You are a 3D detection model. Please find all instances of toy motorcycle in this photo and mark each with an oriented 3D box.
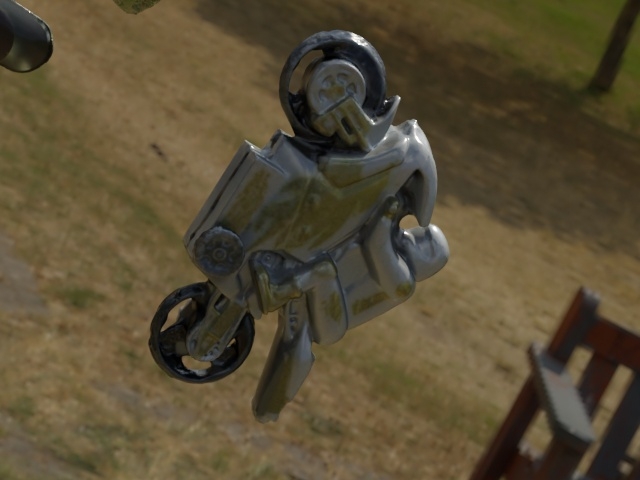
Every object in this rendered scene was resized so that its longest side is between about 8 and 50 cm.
[{"bbox_3d":[0.000,0.000,0.797,0.151,0.229,0.074,24,9,-21],"label":"toy motorcycle"}]

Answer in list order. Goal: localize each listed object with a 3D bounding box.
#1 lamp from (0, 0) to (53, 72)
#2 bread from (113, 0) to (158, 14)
[{"bbox_3d":[-0.427,-0.176,1.311,0.283,0.124,0.203,-12,-42,36],"label":"lamp"},{"bbox_3d":[-0.242,-0.388,1.511,0.045,0.301,0.301,-24,40,-21],"label":"bread"}]
